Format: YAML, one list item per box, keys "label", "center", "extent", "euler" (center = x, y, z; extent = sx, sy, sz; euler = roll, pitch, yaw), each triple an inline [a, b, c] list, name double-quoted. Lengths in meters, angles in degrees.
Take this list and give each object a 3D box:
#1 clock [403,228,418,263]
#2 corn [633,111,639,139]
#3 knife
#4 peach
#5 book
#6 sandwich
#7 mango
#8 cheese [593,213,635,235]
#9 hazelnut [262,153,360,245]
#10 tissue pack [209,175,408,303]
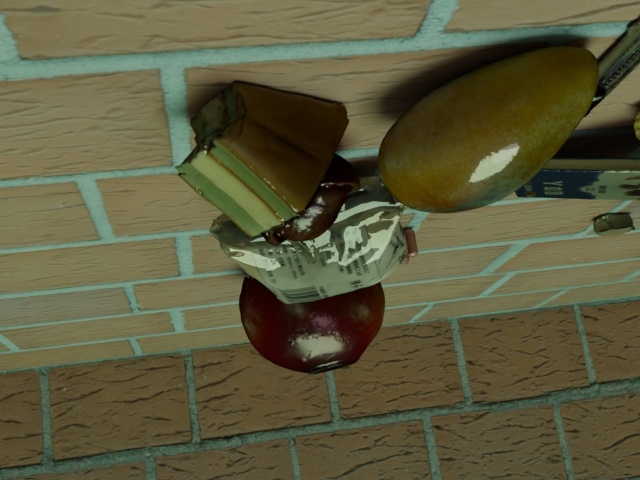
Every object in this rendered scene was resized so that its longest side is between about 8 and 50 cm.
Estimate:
- label: "clock"
  center: [0.142, 0.022, 2.078]
  extent: [0.162, 0.093, 0.165]
  euler: [9, 158, -39]
- label: "corn"
  center: [0.667, -0.198, 1.560]
  extent: [0.093, 0.094, 0.244]
  euler: [-20, 159, 37]
- label: "knife"
  center: [0.456, -0.267, 1.303]
  extent: [0.089, 0.043, 0.365]
  euler: [-5, 164, -16]
- label: "peach"
  center: [-0.012, 0.205, 2.256]
  extent: [0.405, 0.310, 0.335]
  euler: [0, 165, -29]
- label: "book"
  center: [0.608, -0.122, 1.680]
  extent: [0.427, 0.039, 0.300]
  euler: [2, 174, 18]
- label: "sandwich"
  center: [-0.092, -0.161, 1.288]
  extent: [0.198, 0.228, 0.155]
  euler: [41, 143, -22]
- label: "mango"
  center: [0.258, -0.168, 1.289]
  extent: [0.383, 0.199, 0.221]
  euler: [-30, 151, 23]
- label: "cheese"
  center: [0.824, -0.042, 2.281]
  extent: [0.171, 0.048, 0.092]
  euler: [1, 164, -29]
- label: "hazelnut"
  center: [-0.027, -0.080, 1.473]
  extent: [0.201, 0.161, 0.170]
  euler: [-15, -164, 38]
- label: "tissue pack"
  center: [0.000, 0.000, 1.736]
  extent: [0.389, 0.195, 0.375]
  euler: [-11, 160, 7]
